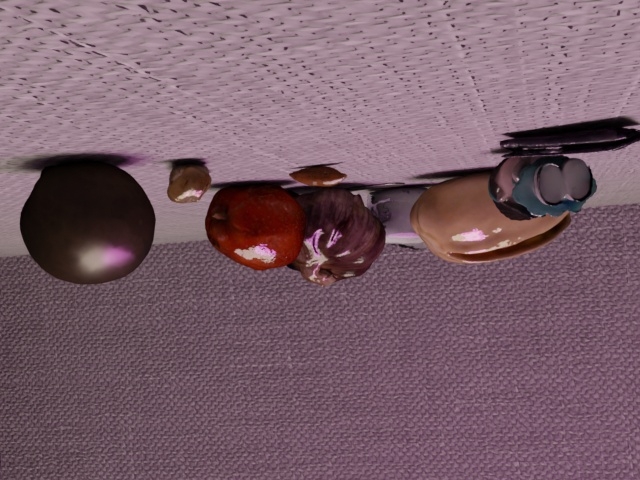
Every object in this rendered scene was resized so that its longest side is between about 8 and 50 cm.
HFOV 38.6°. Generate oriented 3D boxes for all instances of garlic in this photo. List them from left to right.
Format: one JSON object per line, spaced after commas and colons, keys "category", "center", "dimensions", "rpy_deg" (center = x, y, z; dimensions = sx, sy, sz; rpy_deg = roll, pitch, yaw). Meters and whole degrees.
{"category": "garlic", "center": [0.000, 0.000, 1.783], "dimensions": [0.244, 0.161, 0.245], "rpy_deg": [14, 149, 9]}

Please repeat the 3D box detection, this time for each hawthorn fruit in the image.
{"category": "hawthorn fruit", "center": [-0.116, -0.030, 1.619], "dimensions": [0.179, 0.174, 0.173], "rpy_deg": [24, 169, -17]}

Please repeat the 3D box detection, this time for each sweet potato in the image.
{"category": "sweet potato", "center": [-0.003, -0.099, 1.409], "dimensions": [0.095, 0.034, 0.034], "rpy_deg": [6, -179, 20]}

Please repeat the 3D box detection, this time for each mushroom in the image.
{"category": "mushroom", "center": [-0.187, -0.082, 1.315], "dimensions": [0.059, 0.054, 0.202], "rpy_deg": [1, -177, -6]}

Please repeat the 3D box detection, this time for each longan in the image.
{"category": "longan", "center": [-0.302, -0.025, 1.187], "dimensions": [0.189, 0.189, 0.189], "rpy_deg": [-4, 178, 0]}

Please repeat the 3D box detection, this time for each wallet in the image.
{"category": "wallet", "center": [0.332, -0.132, 1.210], "dimensions": [0.165, 0.030, 0.111], "rpy_deg": [-2, -171, 30]}

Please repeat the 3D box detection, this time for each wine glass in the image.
{"category": "wine glass", "center": [0.254, -0.052, 1.893], "dimensions": [0.321, 0.143, 0.143], "rpy_deg": [-3, 178, 1]}

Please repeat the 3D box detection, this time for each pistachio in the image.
{"category": "pistachio", "center": [0.316, -0.053, 1.695], "dimensions": [0.299, 0.188, 0.187], "rpy_deg": [-10, 178, 2]}

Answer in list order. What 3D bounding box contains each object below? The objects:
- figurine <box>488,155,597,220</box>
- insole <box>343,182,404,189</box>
{"category": "figurine", "center": [0.327, -0.082, 1.318], "dimensions": [0.137, 0.110, 0.245], "rpy_deg": [-11, -175, -2]}
{"category": "insole", "center": [0.064, -0.102, 1.853], "dimensions": [0.232, 0.003, 0.080], "rpy_deg": [-6, 177, 35]}
